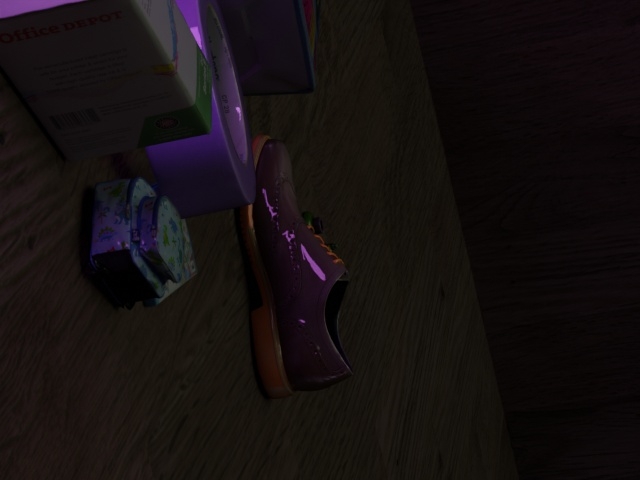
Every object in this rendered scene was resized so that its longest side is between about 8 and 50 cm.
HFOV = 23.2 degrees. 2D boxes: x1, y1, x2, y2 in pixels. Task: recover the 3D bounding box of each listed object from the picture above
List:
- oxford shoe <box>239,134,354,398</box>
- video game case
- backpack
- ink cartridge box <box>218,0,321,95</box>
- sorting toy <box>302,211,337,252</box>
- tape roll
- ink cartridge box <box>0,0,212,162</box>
[{"bbox_3d":[-0.026,0.027,2.111,0.130,0.132,0.364,31,50,-72],"label":"oxford shoe"},{"bbox_3d":[-0.179,-0.001,1.752,0.166,0.015,0.119,-45,124,-74],"label":"video game case"},{"bbox_3d":[-0.185,-0.005,1.581,0.105,0.084,0.114,62,20,-59],"label":"backpack"},{"bbox_3d":[-0.077,-0.426,2.043,0.270,0.151,0.396,80,11,-61],"label":"ink cartridge box"},{"bbox_3d":[0.000,0.000,2.442,0.061,0.042,0.102,61,23,-54],"label":"sorting toy"},{"bbox_3d":[-0.147,-0.166,1.765,0.275,0.090,0.275,-11,90,-85],"label":"tape roll"},{"bbox_3d":[-0.208,-0.180,1.460,0.212,0.154,0.093,60,23,-54],"label":"ink cartridge box"}]
